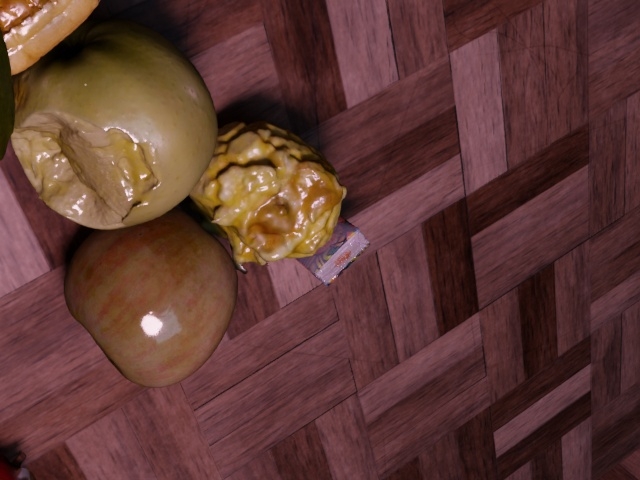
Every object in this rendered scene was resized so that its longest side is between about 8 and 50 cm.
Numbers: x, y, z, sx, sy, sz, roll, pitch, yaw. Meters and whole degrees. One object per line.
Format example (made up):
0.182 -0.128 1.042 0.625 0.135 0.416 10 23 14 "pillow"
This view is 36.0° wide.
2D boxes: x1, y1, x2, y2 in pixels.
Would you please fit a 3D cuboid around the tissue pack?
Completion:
0.000 0.000 1.685 0.108 0.148 0.060 -45 130 -4 "tissue pack"

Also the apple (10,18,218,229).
-0.269 -0.156 1.287 0.279 0.279 0.279 -20 130 -27 "apple"

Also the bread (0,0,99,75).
-0.351 -0.296 1.164 0.236 0.198 0.120 -44 131 -4 "bread"

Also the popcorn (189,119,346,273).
-0.090 -0.066 1.509 0.225 0.249 0.249 -52 136 -1 "popcorn"

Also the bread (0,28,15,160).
-0.518 -0.177 1.050 0.382 0.129 0.366 31 113 -12 "bread"

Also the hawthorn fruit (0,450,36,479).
-0.536 0.408 1.534 0.202 0.185 0.185 -47 139 -24 "hawthorn fruit"

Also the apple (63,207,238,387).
-0.247 0.079 1.472 0.234 0.257 0.257 -43 137 -19 "apple"
